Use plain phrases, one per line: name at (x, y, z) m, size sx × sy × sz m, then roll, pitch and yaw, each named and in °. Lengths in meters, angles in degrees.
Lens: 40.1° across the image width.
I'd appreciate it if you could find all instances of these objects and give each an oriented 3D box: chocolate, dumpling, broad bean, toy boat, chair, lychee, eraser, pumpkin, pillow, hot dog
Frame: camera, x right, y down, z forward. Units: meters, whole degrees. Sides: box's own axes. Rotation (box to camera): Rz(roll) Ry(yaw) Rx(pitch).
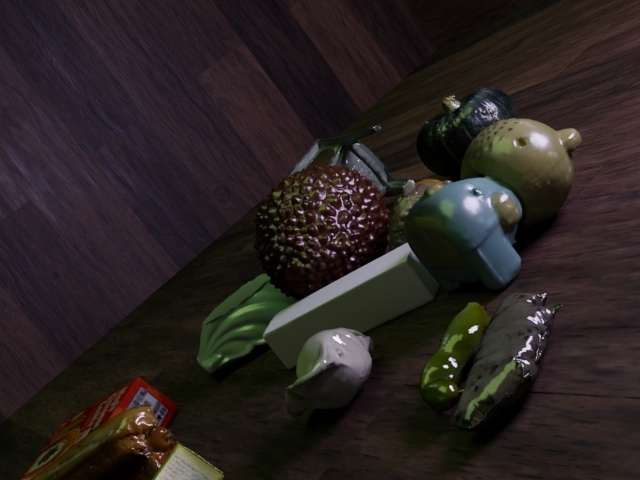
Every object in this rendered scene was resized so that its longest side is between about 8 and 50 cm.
chocolate at (-0.401, 0.374, 1.574) m, size 0.235 × 0.108 × 0.237 m, roll -30°, pitch 12°, yaw 21°
dumpling at (0.001, 0.185, 1.181) m, size 0.134 × 0.100 × 0.169 m, roll -48°, pitch 6°, yaw 19°
broad bean at (0.164, 0.130, 1.037) m, size 0.070 × 0.048 × 0.213 m, roll -29°, pitch 15°, yaw 33°
toy boat at (-0.123, 0.139, 1.690) m, size 0.290 × 0.100 × 0.199 m, roll -38°, pitch 12°, yaw -14°
chair at (0.060, -0.112, 1.892) m, size 0.190 × 0.203 × 0.275 m, roll -53°, pitch 21°, yaw -16°
lychee at (0.000, 0.000, 1.546) m, size 0.271 × 0.271 × 0.271 m, roll -35°, pitch 12°, yaw 9°
eraser at (0.047, 0.105, 1.391) m, size 0.298 × 0.078 × 0.076 m, roll -30°, pitch 14°, yaw 31°
pumpkin at (0.289, -0.219, 1.741) m, size 0.212 × 0.152 × 0.211 m, roll -43°, pitch -2°, yaw -2°
pillow at (0.211, 0.117, 0.948) m, size 0.093 × 0.051 × 0.241 m, roll -34°, pitch 10°, yaw 39°
hot dog at (-0.333, 0.377, 1.282) m, size 0.349 × 0.158 × 0.117 m, roll -37°, pitch -7°, yaw 15°

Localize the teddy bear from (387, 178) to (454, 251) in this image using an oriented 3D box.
teddy bear at (0.179, -0.044, 1.470) m, size 0.177 × 0.140 × 0.190 m, roll -38°, pitch 3°, yaw 10°

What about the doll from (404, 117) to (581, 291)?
doll at (0.250, -0.063, 1.255) m, size 0.261 × 0.161 × 0.177 m, roll -44°, pitch 12°, yaw -20°

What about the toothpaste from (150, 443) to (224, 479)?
toothpaste at (-0.229, 0.388, 1.027) m, size 0.110 × 0.077 × 0.327 m, roll -56°, pitch 0°, yaw 34°
